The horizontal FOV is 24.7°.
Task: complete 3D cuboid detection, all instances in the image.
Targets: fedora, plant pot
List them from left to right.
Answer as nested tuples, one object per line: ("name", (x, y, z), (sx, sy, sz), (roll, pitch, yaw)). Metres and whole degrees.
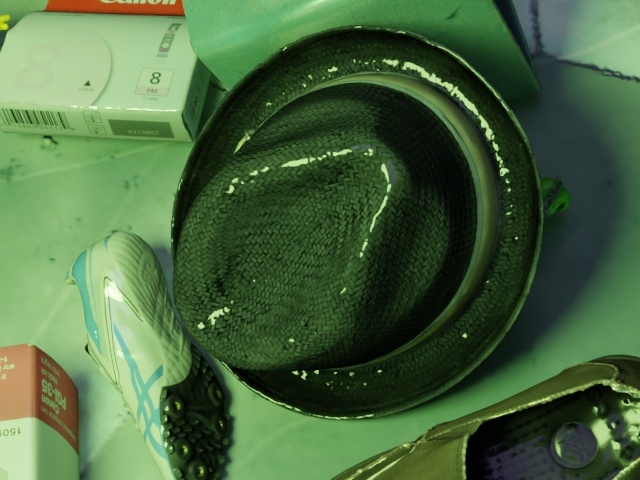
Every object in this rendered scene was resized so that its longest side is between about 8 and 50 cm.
("fedora", (0.000, 0.000, 1.118), (0.334, 0.152, 0.334), (5, 103, 24))
("plant pot", (0.015, -0.233, 1.275), (0.252, 0.247, 0.247), (-22, 61, 15))

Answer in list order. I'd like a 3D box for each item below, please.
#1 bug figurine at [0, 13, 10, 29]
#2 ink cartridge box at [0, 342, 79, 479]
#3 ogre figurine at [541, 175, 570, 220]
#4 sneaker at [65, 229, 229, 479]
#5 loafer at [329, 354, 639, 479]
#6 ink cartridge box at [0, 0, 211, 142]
("bug figurine", (-0.373, -0.254, 1.391), (0.216, 0.072, 0.279), (12, 75, 36))
("ink cartridge box", (-0.300, 0.243, 1.151), (0.207, 0.117, 0.283), (-9, 63, 5))
("ogre figurine", (0.100, -0.024, 1.233), (0.197, 0.097, 0.118), (23, 51, 4))
("sneaker", (-0.147, 0.107, 1.223), (0.086, 0.085, 0.237), (-36, 65, 30))
("loafer", (0.087, 0.184, 1.018), (0.366, 0.130, 0.133), (-34, 74, 1))
("ink cartridge box", (-0.191, -0.199, 1.371), (0.189, 0.066, 0.232), (3, 61, 11))
